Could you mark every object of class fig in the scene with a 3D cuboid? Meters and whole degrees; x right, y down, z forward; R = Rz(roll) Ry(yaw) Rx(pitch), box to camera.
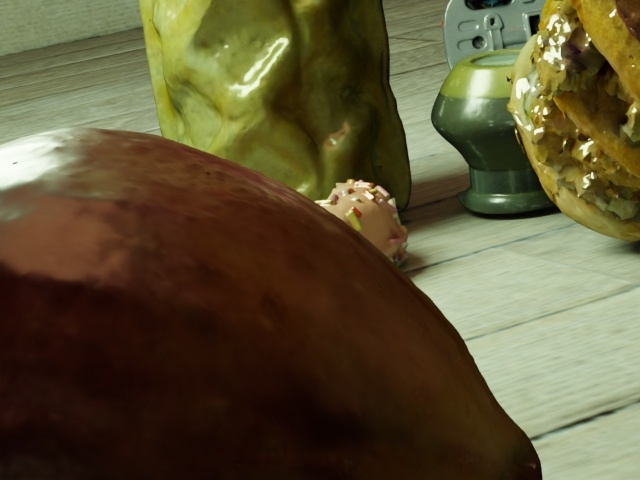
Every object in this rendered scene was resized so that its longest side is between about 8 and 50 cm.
[{"bbox_3d":[-0.056,0.080,0.629,0.263,0.224,0.224,16,-3,-34],"label":"fig"}]

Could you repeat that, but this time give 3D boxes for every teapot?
[{"bbox_3d":[0.171,-0.087,1.370,0.166,0.119,0.130,-5,16,10],"label":"teapot"}]

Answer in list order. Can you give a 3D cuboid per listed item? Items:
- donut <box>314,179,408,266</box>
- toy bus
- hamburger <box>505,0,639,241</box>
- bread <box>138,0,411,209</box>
[{"bbox_3d":[0.000,0.000,1.240,0.166,0.065,0.117,-23,18,-40],"label":"donut"},{"bbox_3d":[0.232,-0.226,1.916,0.209,0.126,0.136,-10,5,-4],"label":"toy bus"},{"bbox_3d":[0.261,-0.127,1.214,0.245,0.211,0.260,13,51,-6],"label":"hamburger"},{"bbox_3d":[-0.034,-0.130,1.406,0.196,0.252,0.238,1,19,40],"label":"bread"}]
